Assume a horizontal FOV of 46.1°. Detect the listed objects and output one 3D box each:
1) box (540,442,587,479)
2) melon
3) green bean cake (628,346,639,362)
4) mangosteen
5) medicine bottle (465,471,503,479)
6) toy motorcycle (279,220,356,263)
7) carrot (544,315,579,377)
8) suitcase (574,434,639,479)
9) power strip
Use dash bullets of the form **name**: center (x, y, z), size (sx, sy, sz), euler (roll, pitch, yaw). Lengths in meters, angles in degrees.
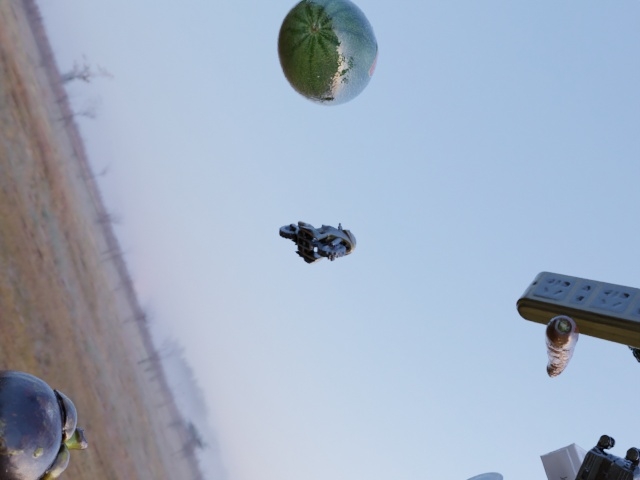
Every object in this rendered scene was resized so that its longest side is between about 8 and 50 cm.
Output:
- **box**: center (0.702, 0.670, 1.992), size (0.260, 0.111, 0.194), euler (39, 31, -45)
- **melon**: center (0.014, -0.338, 1.365), size (0.287, 0.182, 0.182), euler (69, -4, -81)
- **green bean cake**: center (0.708, 0.179, 1.500), size (0.208, 0.107, 0.193), euler (-106, -150, -52)
- **mangosteen**: center (-0.445, 0.292, 1.107), size (0.217, 0.192, 0.192), euler (31, 11, -40)
- **medicine bottle**: center (0.374, 0.633, 1.494), size (0.324, 0.179, 0.124), euler (66, 26, 0)
- **toy motorcycle**: center (0.000, -0.001, 1.900), size (0.229, 0.130, 0.093), euler (25, -58, 47)
- **carrot**: center (0.351, 0.160, 1.109), size (0.047, 0.047, 0.191), euler (57, -5, 30)
- **suitcase**: center (0.633, 0.598, 1.651), size (0.202, 0.312, 0.128), euler (27, -4, -39)
- **power strip**: center (0.474, 0.113, 1.095), size (0.388, 0.092, 0.066), euler (12, -47, 42)
